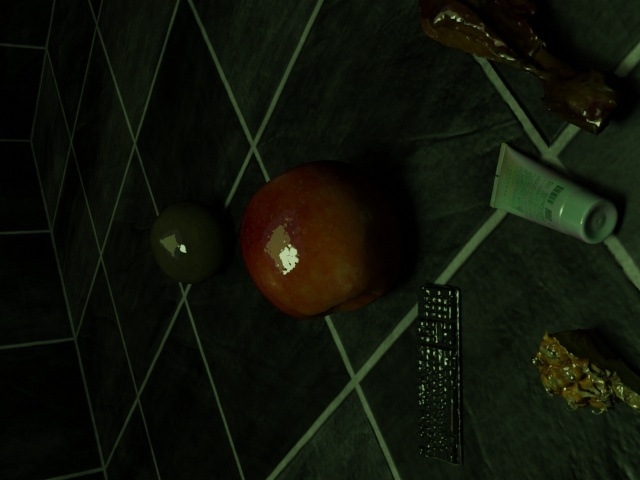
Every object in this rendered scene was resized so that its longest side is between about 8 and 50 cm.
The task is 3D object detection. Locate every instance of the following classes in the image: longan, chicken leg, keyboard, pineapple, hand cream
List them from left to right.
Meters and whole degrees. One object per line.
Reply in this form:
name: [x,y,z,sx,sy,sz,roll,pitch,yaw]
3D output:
longan: [-0.264,0.001,1.483,0.187,0.167,0.168,-119,35,-69]
keyboard: [0.152,0.173,0.949,0.072,0.023,0.231,4,96,56]
chicken leg: [0.196,-0.206,0.765,0.304,0.113,0.093,58,160,34]
hand cream: [0.236,-0.048,0.779,0.174,0.047,0.076,-139,53,-60]
pineapple: [0.276,0.132,0.721,0.114,0.077,0.114,27,151,43]

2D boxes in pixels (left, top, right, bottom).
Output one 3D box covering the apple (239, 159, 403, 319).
apple: [0.000,0.000,0.998,0.218,0.218,0.202,-38,68,53]
